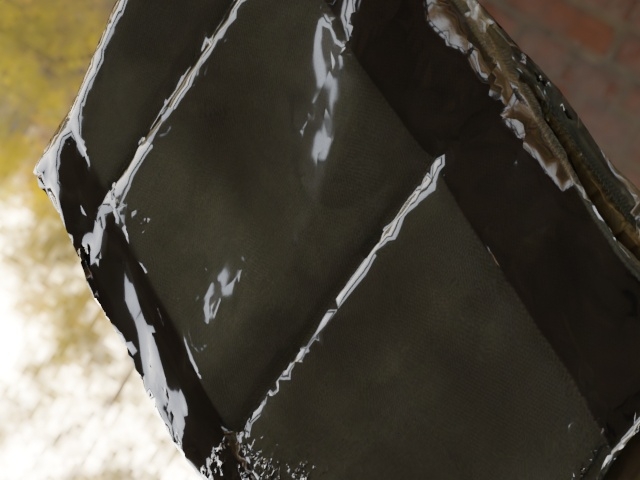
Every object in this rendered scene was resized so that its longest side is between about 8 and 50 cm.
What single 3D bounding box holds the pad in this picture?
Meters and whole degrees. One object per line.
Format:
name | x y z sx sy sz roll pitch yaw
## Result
pad | -0.001 0.000 0.489 0.022 0.174 0.233 -2 -133 -40
